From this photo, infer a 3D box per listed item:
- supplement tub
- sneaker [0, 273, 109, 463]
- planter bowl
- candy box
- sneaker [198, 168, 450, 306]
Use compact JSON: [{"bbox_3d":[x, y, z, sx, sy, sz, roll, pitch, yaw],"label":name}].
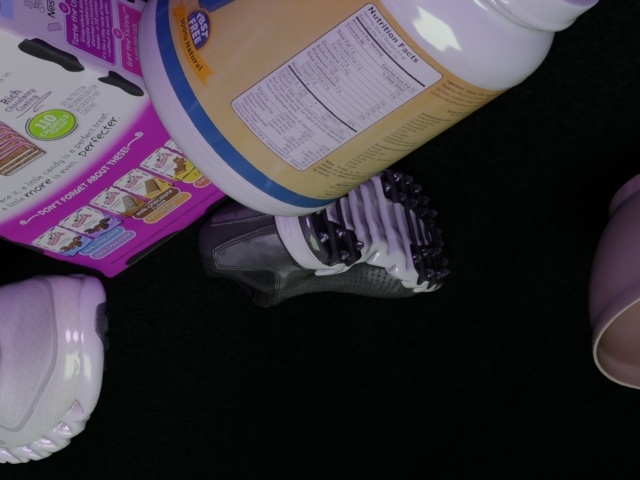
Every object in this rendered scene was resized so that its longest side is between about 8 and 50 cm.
[{"bbox_3d":[0.023,-0.115,0.860,0.199,0.144,0.144,-33,141,32],"label":"supplement tub"},{"bbox_3d":[-0.239,0.087,1.098,0.118,0.110,0.292,14,154,-40],"label":"sneaker"},{"bbox_3d":[0.248,0.014,1.151,0.162,0.109,0.162,-7,148,-4],"label":"planter bowl"},{"bbox_3d":[-0.157,-0.072,0.950,0.159,0.071,0.233,-32,142,33],"label":"candy box"},{"bbox_3d":[0.000,0.000,1.074,0.106,0.078,0.234,-15,169,23],"label":"sneaker"}]
